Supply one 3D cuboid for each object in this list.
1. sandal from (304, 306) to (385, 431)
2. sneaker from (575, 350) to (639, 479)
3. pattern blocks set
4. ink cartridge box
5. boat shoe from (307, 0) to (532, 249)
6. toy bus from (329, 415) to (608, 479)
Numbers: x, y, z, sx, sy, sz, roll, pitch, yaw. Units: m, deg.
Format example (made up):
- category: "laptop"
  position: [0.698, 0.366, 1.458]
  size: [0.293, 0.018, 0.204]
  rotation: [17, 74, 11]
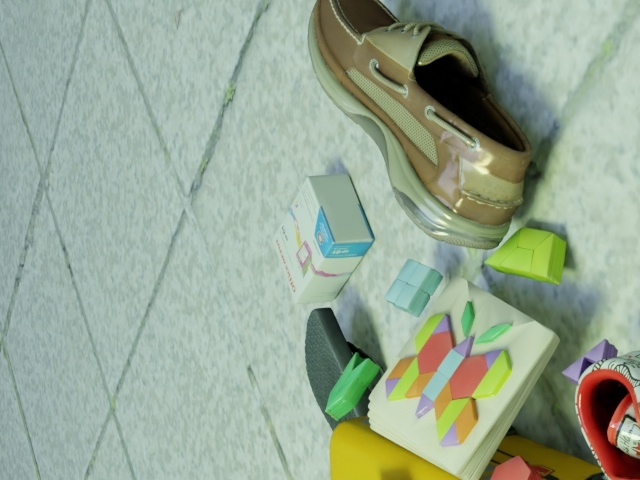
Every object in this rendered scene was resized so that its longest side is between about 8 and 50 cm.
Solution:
- category: "sandal"
  position: [0.051, 0.185, 1.368]
  size: [0.254, 0.054, 0.097]
  rotation: [64, 154, 19]
- category: "sneaker"
  position: [0.272, 0.152, 0.821]
  size: [0.270, 0.145, 0.090]
  rotation: [47, 134, 50]
- category: "pattern blocks set"
  position: [0.111, 0.113, 1.083]
  size: [0.325, 0.026, 0.285]
  rotation: [2, 60, 60]
- category: "ink cartridge box"
  position: [0.000, 0.000, 1.424]
  size: [0.122, 0.052, 0.088]
  rotation: [-60, 43, 50]
- category: "boat shoe"
  position: [0.094, -0.136, 1.171]
  size: [0.324, 0.123, 0.116]
  rotation: [58, 133, 35]
- category: "toy bus"
  position: [0.141, 0.225, 1.100]
  size: [0.332, 0.130, 0.108]
  rotation: [13, 105, 62]
